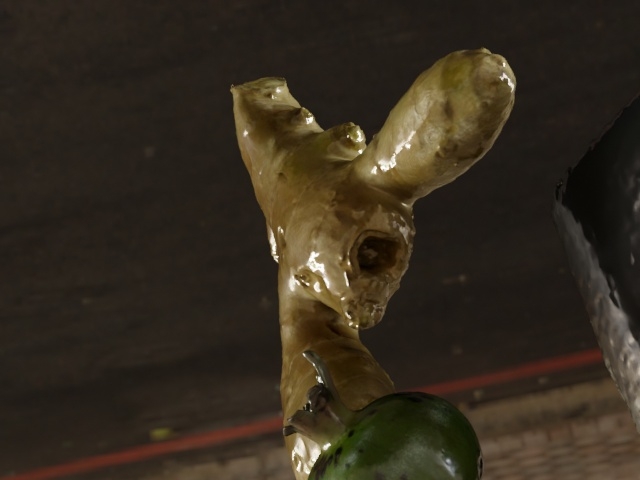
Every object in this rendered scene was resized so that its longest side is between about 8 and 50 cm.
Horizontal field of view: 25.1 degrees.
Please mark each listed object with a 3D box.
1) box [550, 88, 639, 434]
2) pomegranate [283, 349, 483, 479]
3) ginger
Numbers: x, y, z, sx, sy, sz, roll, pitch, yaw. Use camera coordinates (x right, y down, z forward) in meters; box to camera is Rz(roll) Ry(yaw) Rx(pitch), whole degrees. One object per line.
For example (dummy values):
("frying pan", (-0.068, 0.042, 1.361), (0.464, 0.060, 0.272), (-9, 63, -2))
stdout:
("box", (0.317, 0.023, 0.977), (0.091, 0.350, 0.359), (-6, 151, -28))
("pomegranate", (0.033, 0.140, 0.926), (0.122, 0.161, 0.122), (-45, -176, 4))
("ginger", (0.011, 0.017, 1.187), (0.122, 0.363, 0.348), (8, -177, -26))
